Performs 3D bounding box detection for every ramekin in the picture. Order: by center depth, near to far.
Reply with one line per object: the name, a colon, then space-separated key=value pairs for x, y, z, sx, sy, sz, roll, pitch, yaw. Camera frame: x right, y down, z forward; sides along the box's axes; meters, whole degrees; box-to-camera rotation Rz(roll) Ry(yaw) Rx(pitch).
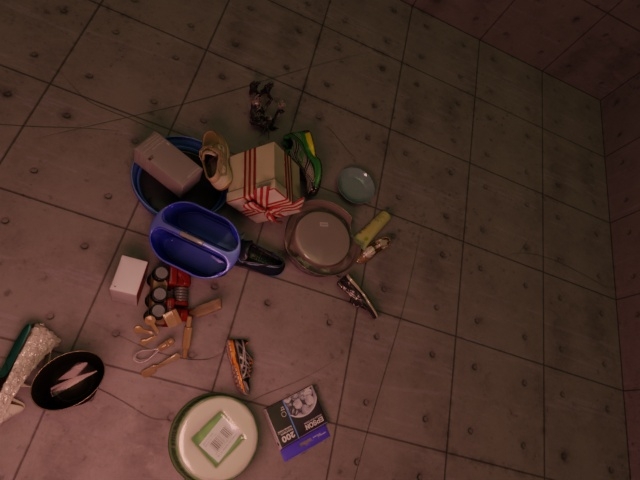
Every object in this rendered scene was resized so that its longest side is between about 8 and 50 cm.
ramekin: x=-0.356 y=0.671 z=1.574 sx=0.304 sy=0.148 sz=0.303 roll=8 pitch=67 yaw=-18

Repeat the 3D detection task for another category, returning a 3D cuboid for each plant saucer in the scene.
plant saucer: x=0.165 y=-0.257 z=2.220 sx=0.195 sy=0.037 sz=0.194 roll=8 pitch=66 yaw=-19

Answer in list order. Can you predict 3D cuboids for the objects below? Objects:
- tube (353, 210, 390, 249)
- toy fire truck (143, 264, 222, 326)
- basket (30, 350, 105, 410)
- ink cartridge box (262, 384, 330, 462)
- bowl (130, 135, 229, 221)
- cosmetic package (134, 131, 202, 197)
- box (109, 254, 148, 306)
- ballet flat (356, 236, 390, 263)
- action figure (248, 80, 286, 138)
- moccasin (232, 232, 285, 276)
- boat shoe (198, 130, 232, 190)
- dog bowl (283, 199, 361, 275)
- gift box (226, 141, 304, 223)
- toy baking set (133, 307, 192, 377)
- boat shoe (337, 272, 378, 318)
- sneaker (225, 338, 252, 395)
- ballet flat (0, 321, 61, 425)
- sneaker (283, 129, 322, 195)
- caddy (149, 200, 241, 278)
tube: x=0.236 y=-0.047 z=2.147 sx=0.240 sy=0.070 sz=0.062 roll=-43 pitch=102 yaw=-28
toy fire truck: x=-0.507 y=0.207 z=1.718 sx=0.247 sy=0.159 sz=0.216 roll=10 pitch=65 yaw=-30
basket: x=-0.779 y=0.449 z=1.455 sx=0.205 sy=0.227 sz=0.154 roll=-30 pitch=82 yaw=-29
ink cartridge box: x=-0.082 y=0.685 z=1.736 sx=0.207 sy=0.045 sz=0.208 roll=-20 pitch=79 yaw=-27
bowl: x=-0.569 y=-0.246 z=1.907 sx=0.392 sy=0.077 sz=0.390 roll=8 pitch=67 yaw=-18
cosmetic package: x=-0.596 y=-0.295 z=1.815 sx=0.238 sy=0.107 sz=0.127 roll=36 pitch=58 yaw=-1
box: x=-0.680 y=0.147 z=1.649 sx=0.091 sy=0.170 sz=0.129 roll=17 pitch=65 yaw=-14
ballet flat: x=0.242 y=0.035 z=2.113 sx=0.206 sy=0.067 sz=0.073 roll=-34 pitch=85 yaw=-28
action figure: x=-0.258 y=-0.618 z=2.146 sx=0.164 sy=0.141 sz=0.275 roll=2 pitch=67 yaw=-33
moccasin: x=-0.299 y=0.036 z=1.873 sx=0.342 sy=0.117 sz=0.137 roll=18 pitch=64 yaw=-14
boat shoe: x=-0.432 y=-0.341 z=1.860 sx=0.109 sy=0.098 sz=0.302 roll=-25 pitch=59 yaw=15
dog bowl: x=0.000 y=0.000 z=2.014 sx=0.349 sy=0.102 sz=0.348 roll=8 pitch=66 yaw=-19
gift box: x=-0.214 y=-0.224 z=1.880 sx=0.255 sy=0.277 sz=0.257 roll=32 pitch=50 yaw=-53
toy baking set: x=-0.555 y=0.358 z=1.632 sx=0.197 sy=0.030 sz=0.255 roll=1 pitch=105 yaw=-20
boat shoe: x=0.166 y=0.250 z=2.004 sx=0.079 sy=0.084 sz=0.233 roll=-39 pitch=94 yaw=9
sneaker: x=-0.290 y=0.466 z=1.724 sx=0.083 sy=0.084 sz=0.214 roll=-7 pitch=71 yaw=-29
ballet flat: x=-0.958 y=0.458 z=1.445 sx=0.147 sy=0.147 sz=0.408 roll=27 pitch=63 yaw=-9
sneaker: x=-0.086 y=-0.348 z=2.122 sx=0.147 sy=0.134 sz=0.343 roll=-10 pitch=64 yaw=-17
caddy: x=-0.453 y=0.002 z=1.703 sx=0.342 sy=0.179 sz=0.241 roll=25 pitch=83 yaw=2
